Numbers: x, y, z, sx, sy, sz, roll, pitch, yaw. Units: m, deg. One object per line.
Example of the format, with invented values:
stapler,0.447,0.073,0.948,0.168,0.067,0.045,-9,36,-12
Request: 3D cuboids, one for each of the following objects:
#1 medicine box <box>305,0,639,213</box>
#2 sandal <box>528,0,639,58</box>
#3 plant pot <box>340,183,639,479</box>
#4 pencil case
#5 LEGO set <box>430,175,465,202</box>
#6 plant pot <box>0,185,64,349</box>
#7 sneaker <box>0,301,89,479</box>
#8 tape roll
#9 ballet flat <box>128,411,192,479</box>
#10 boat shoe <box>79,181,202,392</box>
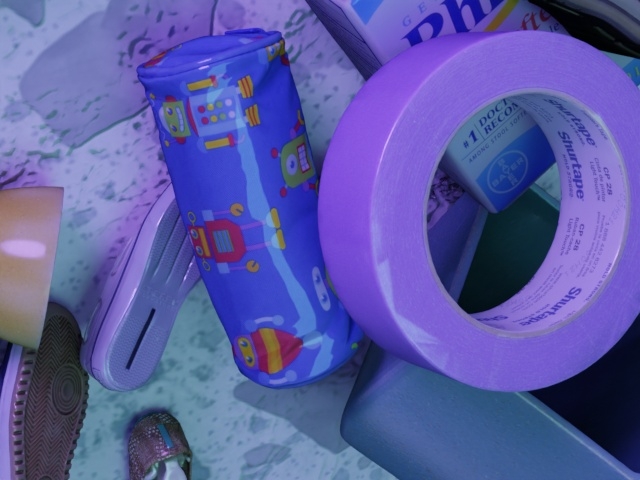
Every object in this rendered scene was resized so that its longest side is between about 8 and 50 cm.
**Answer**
medicine box,0.149,-0.219,1.187,0.263,0.149,0.289,-42,133,0
sandal,0.227,-0.199,1.074,0.303,0.120,0.086,20,94,-39
plant pot,0.158,0.129,1.330,0.248,0.247,0.252,37,134,-12
pencil case,-0.050,-0.028,1.160,0.133,0.119,0.306,-39,120,-46
LEGO set,0.126,-0.060,1.363,0.083,0.023,0.054,17,110,-38
plant pot,-0.264,0.016,1.117,0.095,0.134,0.134,9,117,-13
sneaker,-0.297,0.191,1.226,0.099,0.153,0.282,12,82,-60
tape roll,0.138,-0.025,1.082,0.275,0.090,0.274,-3,98,-25
ballet flat,-0.156,0.265,1.379,0.073,0.067,0.206,-19,129,-22
boat shoe,-0.149,0.021,1.216,0.083,0.076,0.226,40,73,-37
